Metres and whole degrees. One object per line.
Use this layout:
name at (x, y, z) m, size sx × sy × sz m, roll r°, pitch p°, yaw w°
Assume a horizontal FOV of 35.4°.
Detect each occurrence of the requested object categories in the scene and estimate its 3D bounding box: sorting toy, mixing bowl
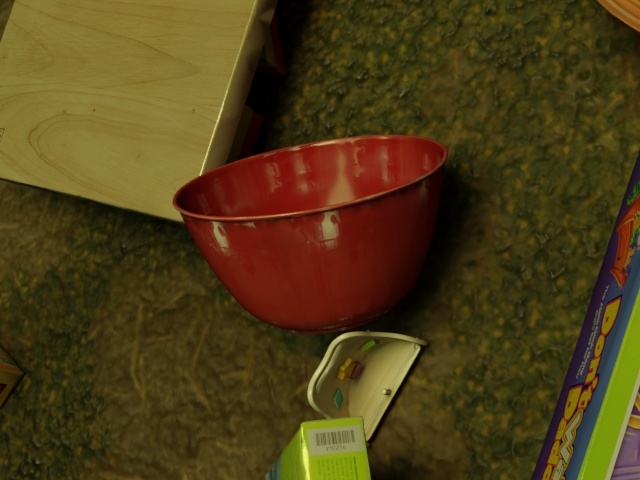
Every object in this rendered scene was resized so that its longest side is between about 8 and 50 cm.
sorting toy at (0.021, 0.088, 0.664) m, size 0.045 × 0.075 × 0.083 m, roll 31°, pitch 92°, yaw 33°
mixing bowl at (0.000, 0.000, 0.665) m, size 0.181 × 0.181 × 0.098 m, roll 1°, pitch 110°, yaw 31°
sorting toy at (-0.140, -0.148, 0.818) m, size 0.257 × 0.089 × 0.255 m, roll 13°, pitch 83°, yaw 33°

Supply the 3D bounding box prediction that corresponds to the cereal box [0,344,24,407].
cereal box at (-0.384, 0.047, 0.857) m, size 0.240 × 0.173 × 0.047 m, roll 39°, pitch 97°, yaw 32°

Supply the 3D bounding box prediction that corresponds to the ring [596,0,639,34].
ring at (0.307, -0.227, 0.575) m, size 0.336 × 0.032 × 0.337 m, roll -13°, pitch 55°, yaw 20°

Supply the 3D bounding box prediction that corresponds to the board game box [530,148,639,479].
board game box at (0.275, 0.104, 0.410) m, size 0.347 × 0.078 × 0.233 m, roll 19°, pitch 84°, yaw 3°

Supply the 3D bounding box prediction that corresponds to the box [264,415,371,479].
box at (-0.001, 0.181, 0.619) m, size 0.042 × 0.178 × 0.109 m, roll -4°, pitch 69°, yaw -11°
